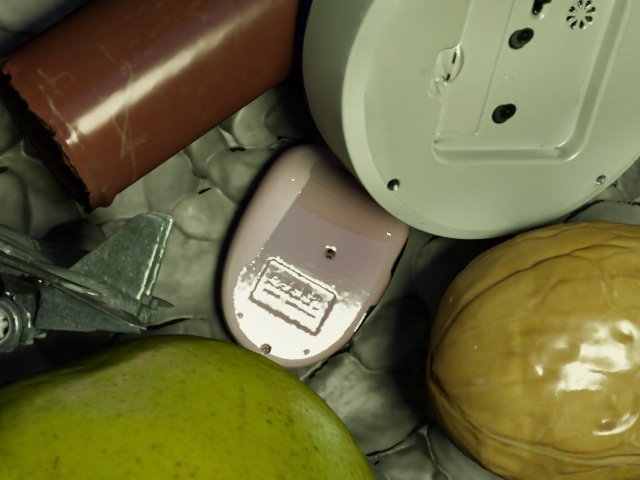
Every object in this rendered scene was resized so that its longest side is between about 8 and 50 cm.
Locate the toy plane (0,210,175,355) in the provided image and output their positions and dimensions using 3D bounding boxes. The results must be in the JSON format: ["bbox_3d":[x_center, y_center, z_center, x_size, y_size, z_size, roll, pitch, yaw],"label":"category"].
[{"bbox_3d":[-0.215,0.006,0.875,0.267,0.212,0.088,11,92,0],"label":"toy plane"}]

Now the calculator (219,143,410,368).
[{"bbox_3d":[0.000,0.000,0.995,0.103,0.024,0.166,29,79,-9],"label":"calculator"}]

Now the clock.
[{"bbox_3d":[0.105,-0.113,0.928,0.230,0.083,0.230,-11,125,-17],"label":"clock"}]

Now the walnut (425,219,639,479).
[{"bbox_3d":[0.159,0.069,0.959,0.197,0.165,0.165,-2,86,-5],"label":"walnut"}]

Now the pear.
[{"bbox_3d":[-0.085,0.194,0.840,0.294,0.294,0.294,1,86,-13],"label":"pear"}]

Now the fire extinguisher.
[{"bbox_3d":[-0.044,-0.167,0.965,0.337,0.106,0.147,-36,71,-14],"label":"fire extinguisher"}]
